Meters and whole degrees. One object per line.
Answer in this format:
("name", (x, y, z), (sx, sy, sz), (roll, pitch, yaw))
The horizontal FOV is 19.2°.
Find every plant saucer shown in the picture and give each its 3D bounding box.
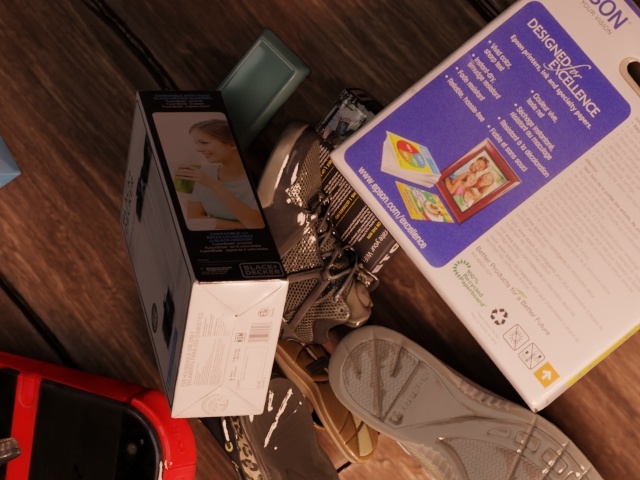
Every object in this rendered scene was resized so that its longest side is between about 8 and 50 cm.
("plant saucer", (-0.093, -0.121, 1.900), (0.067, 0.018, 0.192), (45, 107, 14))

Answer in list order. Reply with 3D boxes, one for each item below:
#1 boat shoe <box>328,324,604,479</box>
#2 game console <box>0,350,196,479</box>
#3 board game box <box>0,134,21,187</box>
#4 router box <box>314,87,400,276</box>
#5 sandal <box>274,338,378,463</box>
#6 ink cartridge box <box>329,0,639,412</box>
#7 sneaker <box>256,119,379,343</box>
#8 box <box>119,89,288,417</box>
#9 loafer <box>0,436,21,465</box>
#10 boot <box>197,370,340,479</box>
("boat shoe", (0.149, 0.194, 1.783), (0.320, 0.103, 0.118), (34, 92, 12))
("game console", (-0.297, 0.317, 1.950), (0.342, 0.060, 0.386), (12, 98, 28))
("board game box", (-0.508, -0.092, 2.048), (0.316, 0.064, 0.242), (-32, 81, 21))
("router box", (0.027, -0.039, 1.838), (0.133, 0.046, 0.179), (42, 108, 14))
("sandal", (-0.008, 0.147, 1.855), (0.180, 0.072, 0.049), (50, 125, 14))
("ink cartridge box", (0.219, -0.056, 1.732), (0.307, 0.072, 0.303), (-38, 77, -1))
("sneaker", (0.000, 0.000, 1.767), (0.130, 0.087, 0.227), (17, 118, 18))
("box", (-0.115, 0.007, 1.762), (0.290, 0.087, 0.169), (-110, 25, -47))
("loafer", (-0.378, 0.207, 1.922), (0.170, 0.062, 0.061), (-9, 84, 28))
("boot", (-0.069, 0.197, 1.871), (0.178, 0.085, 0.236), (33, 145, 48))
